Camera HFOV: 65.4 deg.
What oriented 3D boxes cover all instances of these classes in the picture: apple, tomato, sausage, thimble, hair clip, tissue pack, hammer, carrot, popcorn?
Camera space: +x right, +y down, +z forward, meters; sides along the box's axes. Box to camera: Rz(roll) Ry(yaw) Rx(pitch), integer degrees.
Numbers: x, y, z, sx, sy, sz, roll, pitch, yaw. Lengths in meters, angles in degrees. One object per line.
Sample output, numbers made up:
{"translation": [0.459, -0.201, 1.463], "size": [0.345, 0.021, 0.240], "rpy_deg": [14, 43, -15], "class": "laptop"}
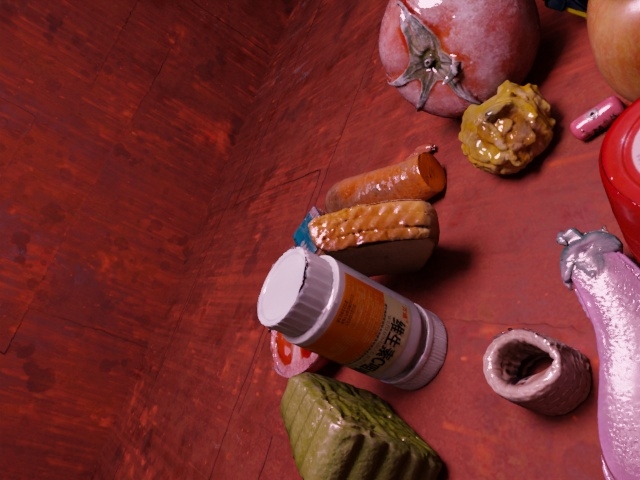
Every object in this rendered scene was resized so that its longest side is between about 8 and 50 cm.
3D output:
{"translation": [0.482, -0.299, 0.635], "size": [0.257, 0.234, 0.257], "rpy_deg": [-45, 29, 32], "class": "apple"}
{"translation": [0.275, -0.405, 1.005], "size": [0.282, 0.317, 0.316], "rpy_deg": [-47, 17, -32], "class": "tomato"}
{"translation": [0.214, -0.178, 1.197], "size": [0.158, 0.036, 0.042], "rpy_deg": [-44, 56, 30], "class": "sausage"}
{"translation": [0.290, 0.177, 0.676], "size": [0.115, 0.090, 0.102], "rpy_deg": [-37, 36, 41], "class": "thimble"}
{"translation": [-0.017, 0.222, 1.141], "size": [0.228, 0.112, 0.199], "rpy_deg": [-26, 51, 47], "class": "tomato"}
{"translation": [0.375, 0.139, 0.594], "size": [0.096, 0.110, 0.359], "rpy_deg": [87, -176, -54], "class": "hair clip"}
{"translation": [0.000, 0.000, 1.346], "size": [0.120, 0.082, 0.169], "rpy_deg": [-55, 28, 15], "class": "tissue pack"}
{"translation": [0.447, -0.197, 0.806], "size": [0.083, 0.043, 0.043], "rpy_deg": [-36, 37, 38], "class": "hammer"}
{"translation": [0.135, -0.107, 1.157], "size": [0.301, 0.138, 0.139], "rpy_deg": [-22, 46, 48], "class": "carrot"}
{"translation": [0.338, -0.205, 0.908], "size": [0.173, 0.142, 0.174], "rpy_deg": [-161, 90, -79], "class": "popcorn"}

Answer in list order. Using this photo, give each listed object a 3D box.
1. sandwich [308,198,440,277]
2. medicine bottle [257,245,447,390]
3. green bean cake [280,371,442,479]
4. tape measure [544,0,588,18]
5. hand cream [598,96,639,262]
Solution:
{"translation": [0.103, 0.005, 0.942], "size": [0.251, 0.226, 0.087], "rpy_deg": [70, -166, -73], "class": "sandwich"}
{"translation": [0.057, 0.138, 0.863], "size": [0.158, 0.318, 0.158], "rpy_deg": [-41, 33, 34], "class": "medicine bottle"}
{"translation": [0.049, 0.319, 0.816], "size": [0.125, 0.222, 0.248], "rpy_deg": [-65, 24, -4], "class": "green bean cake"}
{"translation": [0.485, -0.452, 0.826], "size": [0.186, 0.199, 0.112], "rpy_deg": [32, 85, 18], "class": "tape measure"}
{"translation": [0.436, -0.069, 0.540], "size": [0.230, 0.149, 0.230], "rpy_deg": [-26, 43, 26], "class": "hand cream"}
